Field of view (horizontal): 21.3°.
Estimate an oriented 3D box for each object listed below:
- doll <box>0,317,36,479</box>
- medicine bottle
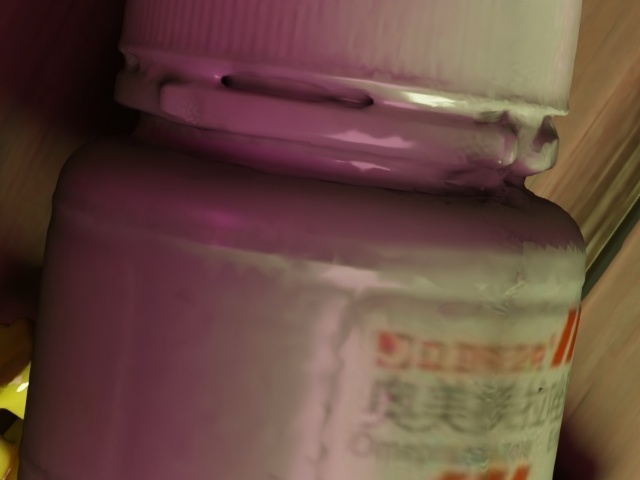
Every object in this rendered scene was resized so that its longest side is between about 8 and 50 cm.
[{"bbox_3d":[-0.087,0.176,1.014,0.199,0.145,0.363,-30,131,20],"label":"doll"},{"bbox_3d":[0.000,0.000,0.808,0.256,0.256,0.324,8,95,-20],"label":"medicine bottle"}]
